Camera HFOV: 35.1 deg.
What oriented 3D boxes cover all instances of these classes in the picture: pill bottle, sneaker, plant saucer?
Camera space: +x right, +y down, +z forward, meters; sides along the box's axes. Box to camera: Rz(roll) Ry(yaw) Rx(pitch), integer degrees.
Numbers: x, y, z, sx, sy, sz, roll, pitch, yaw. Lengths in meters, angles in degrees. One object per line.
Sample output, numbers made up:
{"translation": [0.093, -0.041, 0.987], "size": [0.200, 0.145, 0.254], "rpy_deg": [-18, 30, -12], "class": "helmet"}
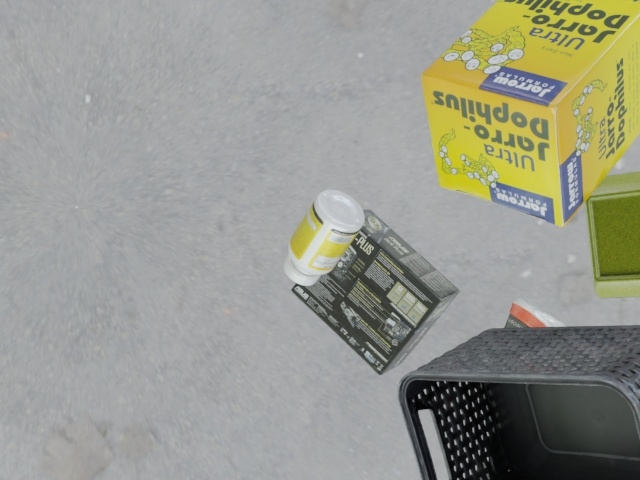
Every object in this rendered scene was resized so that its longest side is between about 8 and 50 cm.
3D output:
{"translation": [0.000, 0.000, 1.216], "size": [0.065, 0.065, 0.116], "rpy_deg": [24, 128, -13], "class": "pill bottle"}
{"translation": [0.182, 0.096, 0.844], "size": [0.065, 0.061, 0.158], "rpy_deg": [-55, 140, 2], "class": "sneaker"}
{"translation": [0.465, -0.008, 1.491], "size": [0.045, 0.188, 0.188], "rpy_deg": [-6, 90, -42], "class": "plant saucer"}

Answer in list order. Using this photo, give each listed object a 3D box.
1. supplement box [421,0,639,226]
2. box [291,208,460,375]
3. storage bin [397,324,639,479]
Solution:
{"translation": [0.320, -0.219, 1.341], "size": [0.356, 0.194, 0.195], "rpy_deg": [-46, 139, -29], "class": "supplement box"}
{"translation": [0.075, 0.070, 1.410], "size": [0.180, 0.077, 0.147], "rpy_deg": [42, 114, 17], "class": "box"}
{"translation": [0.147, 0.122, 0.611], "size": [0.084, 0.180, 0.122], "rpy_deg": [-22, 99, -38], "class": "storage bin"}
